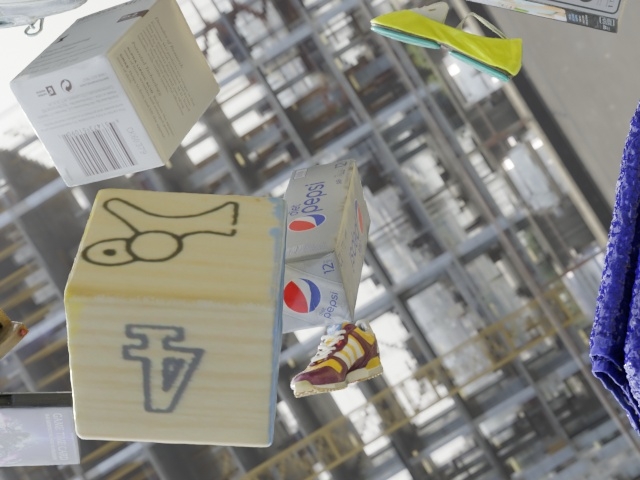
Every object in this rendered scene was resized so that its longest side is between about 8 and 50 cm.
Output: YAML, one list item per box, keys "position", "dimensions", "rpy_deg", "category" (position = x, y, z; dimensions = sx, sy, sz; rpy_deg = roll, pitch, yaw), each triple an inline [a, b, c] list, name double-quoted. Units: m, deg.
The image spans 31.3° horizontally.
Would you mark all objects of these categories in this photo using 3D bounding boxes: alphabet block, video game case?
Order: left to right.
- position: [-0.448, 0.244, 1.452]
  dimensions: [0.196, 0.274, 0.026]
  rpy_deg: [104, 162, -57]
  category: "video game case"
- position: [-0.137, 0.075, 1.149]
  dimensions: [0.192, 0.197, 0.194]
  rpy_deg: [-86, 0, -57]
  category: "alphabet block"

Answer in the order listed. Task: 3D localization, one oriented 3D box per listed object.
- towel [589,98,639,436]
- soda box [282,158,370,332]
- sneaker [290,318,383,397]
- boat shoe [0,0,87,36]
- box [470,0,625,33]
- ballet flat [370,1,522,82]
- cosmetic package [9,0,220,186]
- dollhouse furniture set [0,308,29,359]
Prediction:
- position: [0.259, 0.068, 0.785]
  dimensions: [0.308, 0.076, 0.228]
  rpy_deg: [52, -139, -44]
  category: "towel"
- position: [0.000, 0.000, 1.409]
  dimensions: [0.286, 0.091, 0.098]
  rpy_deg: [-76, -26, -63]
  category: "soda box"
- position: [0.015, 0.151, 1.489]
  dimensions: [0.185, 0.069, 0.084]
  rpy_deg: [-9, -94, -60]
  category: "sneaker"
- position: [-0.443, -0.320, 1.517]
  dimensions: [0.103, 0.320, 0.118]
  rpy_deg: [68, -162, -52]
  category: "boat shoe"
- position: [0.281, -0.398, 1.539]
  dimensions: [0.289, 0.169, 0.087]
  rpy_deg: [15, -178, 14]
  category: "box"
- position: [0.191, -0.307, 1.684]
  dimensions: [0.230, 0.077, 0.077]
  rpy_deg: [21, -175, 1]
  category: "ballet flat"
- position: [-0.244, -0.185, 1.386]
  dimensions: [0.151, 0.151, 0.184]
  rpy_deg: [64, -150, -27]
  category: "cosmetic package"
- position: [-0.398, 0.097, 1.067]
  dimensions: [0.129, 0.184, 0.129]
  rpy_deg: [1, 131, 55]
  category: "dollhouse furniture set"
